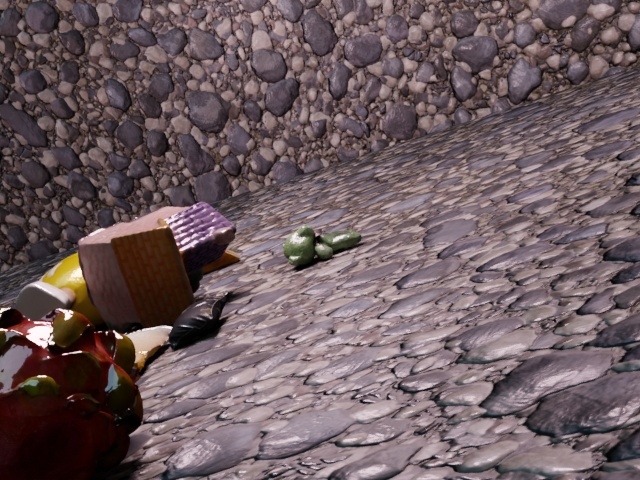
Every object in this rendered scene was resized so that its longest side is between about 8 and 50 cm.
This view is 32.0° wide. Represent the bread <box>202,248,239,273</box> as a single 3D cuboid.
[{"bbox_3d":[-0.238,0.036,2.475,0.109,0.062,0.043,-24,10,2],"label":"bread"}]

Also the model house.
[{"bbox_3d":[-0.282,0.052,2.092,0.237,0.202,0.237,-23,14,-40],"label":"model house"}]

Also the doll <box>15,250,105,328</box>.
[{"bbox_3d":[-0.525,0.139,2.246,0.348,0.161,0.423,-39,3,-11],"label":"doll"}]

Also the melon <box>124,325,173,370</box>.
[{"bbox_3d":[-0.309,0.180,1.831,0.098,0.054,0.182,-12,12,15],"label":"melon"}]

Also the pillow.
[{"bbox_3d":[-0.207,0.132,1.887,0.090,0.048,0.150,-17,12,10],"label":"pillow"}]

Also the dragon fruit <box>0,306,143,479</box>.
[{"bbox_3d":[-0.319,0.199,1.320,0.227,0.243,0.307,-41,-35,15],"label":"dragon fruit"}]

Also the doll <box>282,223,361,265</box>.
[{"bbox_3d":[0.000,0.000,2.143,0.150,0.077,0.115,-11,18,-10],"label":"doll"}]
